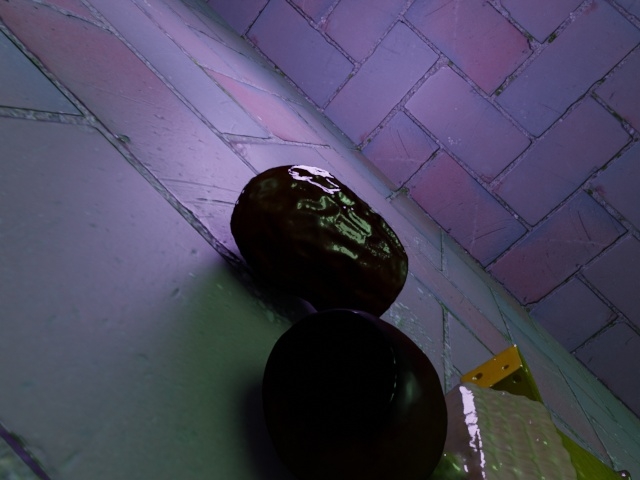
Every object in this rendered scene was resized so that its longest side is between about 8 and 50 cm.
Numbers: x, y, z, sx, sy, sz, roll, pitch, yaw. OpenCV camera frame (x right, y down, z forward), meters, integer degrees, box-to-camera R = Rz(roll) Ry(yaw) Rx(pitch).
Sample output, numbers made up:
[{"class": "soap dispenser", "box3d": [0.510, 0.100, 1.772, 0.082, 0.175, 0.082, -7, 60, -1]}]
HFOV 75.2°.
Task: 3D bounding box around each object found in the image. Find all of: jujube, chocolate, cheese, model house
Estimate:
[{"class": "jujube", "box3d": [0.000, 0.000, 0.562, 0.243, 0.183, 0.183, 31, 19, -2]}, {"class": "chocolate", "box3d": [0.032, 0.151, 0.374, 0.177, 0.177, 0.177, 38, 19, -16]}, {"class": "cheese", "box3d": [0.363, 0.301, 0.752, 0.171, 0.126, 0.093, 48, 19, 2]}, {"class": "model house", "box3d": [0.210, 0.265, 0.428, 0.234, 0.175, 0.193, 47, 19, 0]}]
